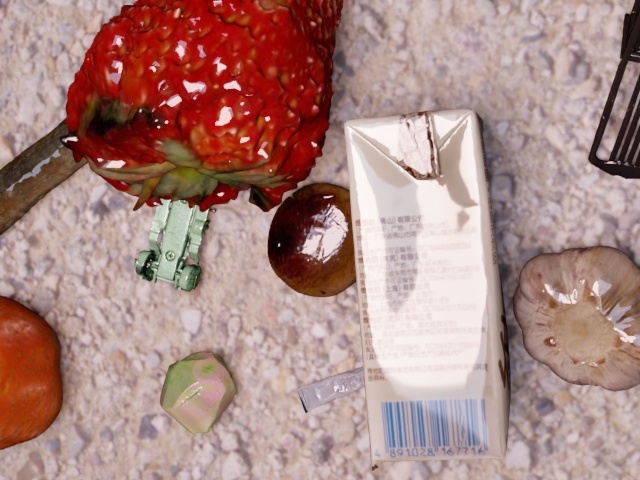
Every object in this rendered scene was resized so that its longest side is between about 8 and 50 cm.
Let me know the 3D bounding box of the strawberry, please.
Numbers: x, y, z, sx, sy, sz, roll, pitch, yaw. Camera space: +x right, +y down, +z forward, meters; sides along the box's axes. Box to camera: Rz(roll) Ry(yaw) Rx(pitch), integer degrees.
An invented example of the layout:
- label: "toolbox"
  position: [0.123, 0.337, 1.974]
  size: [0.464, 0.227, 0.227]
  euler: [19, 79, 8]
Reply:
- label: "strawberry"
  position: [-0.105, -0.157, 0.975]
  size: [0.261, 0.261, 0.257]
  euler: [0, 75, 12]

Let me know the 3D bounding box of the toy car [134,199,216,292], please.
- label: "toy car"
  position: [-0.152, -0.018, 1.105]
  size: [0.073, 0.054, 0.143]
  euler: [15, 100, 8]

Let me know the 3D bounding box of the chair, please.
- label: "chair"
  position: [0.326, -0.169, 0.987]
  size: [0.084, 0.101, 0.212]
  euler: [17, 136, 10]

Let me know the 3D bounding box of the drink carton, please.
- label: "drink carton"
  position: [0.110, 0.041, 0.984]
  size: [0.132, 0.194, 0.324]
  euler: [-5, 94, 11]

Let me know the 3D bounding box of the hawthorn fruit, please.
- label: "hawthorn fruit"
  position: [-0.368, 0.150, 1.106]
  size: [0.189, 0.189, 0.189]
  euler: [1, 96, 12]

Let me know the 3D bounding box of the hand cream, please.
- label: "hand cream"
  position: [0.019, 0.160, 1.109]
  size: [0.093, 0.019, 0.030]
  euler: [-22, 93, 20]

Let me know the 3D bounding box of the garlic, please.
- label: "garlic"
  position: [0.271, 0.074, 1.004]
  size: [0.159, 0.102, 0.147]
  euler: [24, 114, 20]

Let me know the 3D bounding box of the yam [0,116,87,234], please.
- label: "yam"
  position: [-0.284, -0.101, 1.123]
  size: [0.274, 0.061, 0.061]
  euler: [-37, 88, 11]

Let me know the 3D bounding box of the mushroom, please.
- label: "mushroom"
  position: [0.000, 0.000, 1.077]
  size: [0.123, 0.052, 0.123]
  euler: [1, 97, 8]

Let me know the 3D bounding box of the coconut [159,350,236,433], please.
- label: "coconut"
  position: [-0.135, 0.162, 1.109]
  size: [0.083, 0.082, 0.081]
  euler: [-10, 124, 53]
